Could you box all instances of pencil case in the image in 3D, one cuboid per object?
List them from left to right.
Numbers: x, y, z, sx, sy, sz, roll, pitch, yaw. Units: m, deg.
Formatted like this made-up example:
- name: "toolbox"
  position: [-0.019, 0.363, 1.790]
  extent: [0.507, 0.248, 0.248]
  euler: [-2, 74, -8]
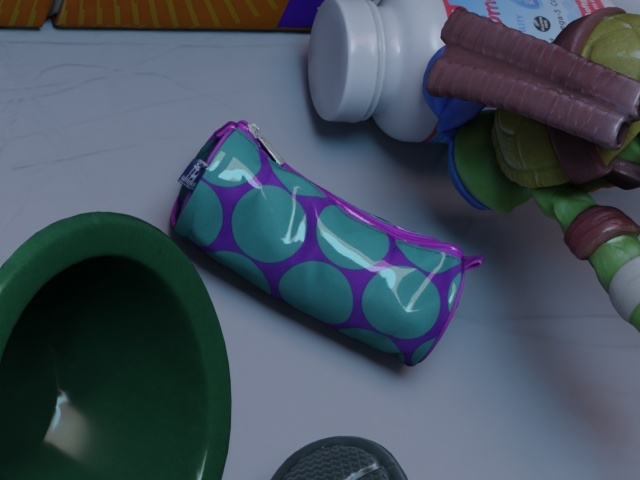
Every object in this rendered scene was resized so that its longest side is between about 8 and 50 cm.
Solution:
- name: "pencil case"
  position: [0.000, 0.000, 0.995]
  extent: [0.151, 0.070, 0.064]
  euler: [30, 17, -2]

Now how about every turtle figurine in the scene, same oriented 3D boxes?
- name: "turtle figurine"
  position: [0.205, -0.038, 0.958]
  extent: [0.198, 0.266, 0.275]
  euler: [-31, 89, -40]

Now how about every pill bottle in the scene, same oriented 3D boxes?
- name: "pill bottle"
  position: [0.079, -0.095, 1.072]
  extent: [0.160, 0.087, 0.087]
  euler: [0, 59, -20]

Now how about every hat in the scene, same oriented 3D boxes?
- name: "hat"
  position: [-0.166, 0.062, 0.920]
  extent: [0.173, 0.183, 0.208]
  euler: [-30, 116, -47]

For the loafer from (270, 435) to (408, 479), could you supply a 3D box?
- name: "loafer"
  position: [0.016, 0.219, 0.872]
  extent: [0.096, 0.084, 0.267]
  euler: [-11, 55, 10]

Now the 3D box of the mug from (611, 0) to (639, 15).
- name: "mug"
  position: [0.173, -0.142, 1.155]
  extent: [0.064, 0.062, 0.078]
  euler: [28, 60, -12]

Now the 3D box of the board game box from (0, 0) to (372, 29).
- name: "board game box"
  position: [-0.124, -0.353, 0.992]
  extent: [0.356, 0.356, 0.356]
  euler: [-1, 60, -21]
